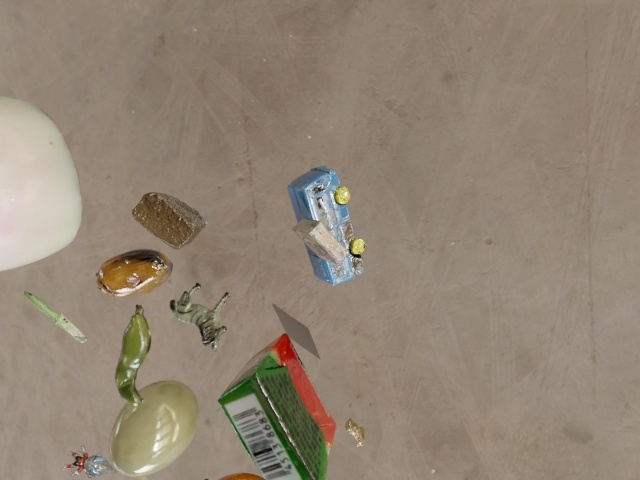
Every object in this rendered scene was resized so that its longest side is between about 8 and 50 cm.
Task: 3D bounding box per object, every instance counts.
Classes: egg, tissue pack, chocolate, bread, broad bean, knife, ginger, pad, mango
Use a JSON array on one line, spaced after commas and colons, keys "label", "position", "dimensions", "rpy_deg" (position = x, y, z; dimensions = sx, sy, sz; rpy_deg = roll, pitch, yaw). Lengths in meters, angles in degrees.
[{"label": "egg", "position": [-0.400, 0.451, 1.184], "dimensions": [0.186, 0.242, 0.186], "rpy_deg": [12, 124, 19]}, {"label": "tissue pack", "position": [0.000, 0.000, 1.459], "dimensions": [0.060, 0.148, 0.108], "rpy_deg": [-52, 30, -14]}, {"label": "chocolate", "position": [-0.112, 0.499, 1.417], "dimensions": [0.161, 0.341, 0.360], "rpy_deg": [-28, 92, 11]}, {"label": "bread", "position": [-0.434, -0.062, 1.443], "dimensions": [0.165, 0.416, 0.113], "rpy_deg": [37, 86, -10]}, {"label": "broad bean", "position": [-0.391, 0.240, 1.022], "dimensions": [0.070, 0.048, 0.214], "rpy_deg": [7, 95, 16]}, {"label": "knife", "position": [-0.680, 0.194, 1.253], "dimensions": [0.207, 0.030, 0.014], "rpy_deg": [40, 129, 1]}, {"label": "egg", "position": [-0.707, -0.095, 0.937], "dimensions": [0.354, 0.340, 0.354], "rpy_deg": [11, 112, 30]}, {"label": "ginger", "position": [0.127, 0.694, 1.783], "dimensions": [0.044, 0.057, 0.137], "rpy_deg": [-21, 115, 25]}, {"label": "pad", "position": [-0.076, 0.307, 1.637], "dimensions": [0.159, 0.009, 0.265], "rpy_deg": [31, 156, 27]}, {"label": "mango", "position": [-0.730, 0.128, 1.926], "dimensions": [0.152, 0.287, 0.201], "rpy_deg": [-130, 34, -62]}]

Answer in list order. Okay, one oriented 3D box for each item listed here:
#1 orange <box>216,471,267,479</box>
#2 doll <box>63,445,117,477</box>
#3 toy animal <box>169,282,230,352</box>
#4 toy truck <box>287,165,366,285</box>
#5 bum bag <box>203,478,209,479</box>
[{"label": "orange", "position": [-0.179, 0.662, 1.125], "dimensions": [0.240, 0.240, 0.171], "rpy_deg": [45, 115, 16]}, {"label": "doll", "position": [-0.501, 0.492, 1.072], "dimensions": [0.114, 0.057, 0.039], "rpy_deg": [27, 115, -24]}, {"label": "toy animal", "position": [-0.340, 0.214, 1.378], "dimensions": [0.217, 0.176, 0.073], "rpy_deg": [13, 133, 15]}, {"label": "toy truck", "position": [0.023, -0.048, 1.624], "dimensions": [0.161, 0.162, 0.385], "rpy_deg": [19, 130, 58]}, {"label": "bum bag", "position": [-0.165, 0.408, 0.715], "dimensions": [0.058, 0.034, 0.124], "rpy_deg": [-122, 34, -54]}]
